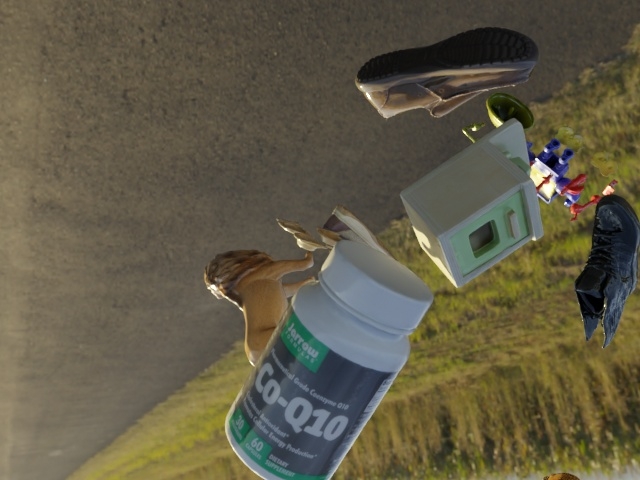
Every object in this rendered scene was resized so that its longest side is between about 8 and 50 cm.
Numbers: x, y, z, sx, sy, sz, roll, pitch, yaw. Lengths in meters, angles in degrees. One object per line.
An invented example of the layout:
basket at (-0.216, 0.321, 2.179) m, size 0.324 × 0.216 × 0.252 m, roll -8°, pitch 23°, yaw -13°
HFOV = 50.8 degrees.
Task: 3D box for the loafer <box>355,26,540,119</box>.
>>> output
loafer at (0.256, -0.324, 1.349) m, size 0.366 × 0.134 × 0.130 m, roll 0°, pitch 137°, yaw 31°

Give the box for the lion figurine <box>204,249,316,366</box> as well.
lion figurine at (-0.110, 0.155, 1.418) m, size 0.240 × 0.392 × 0.142 m, roll -11°, pitch 132°, yaw -7°

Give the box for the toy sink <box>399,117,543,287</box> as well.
toy sink at (0.274, -0.058, 1.102) m, size 0.234 × 0.131 × 0.153 m, roll -33°, pitch 138°, yaw -3°

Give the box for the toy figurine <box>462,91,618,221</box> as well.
toy figurine at (0.512, -0.167, 1.646) m, size 0.191 × 0.362 × 0.217 m, roll -45°, pitch 162°, yaw -13°

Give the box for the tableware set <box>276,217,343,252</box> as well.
tableware set at (0.000, 0.000, 1.237) m, size 0.141 × 0.169 × 0.020 m, roll 17°, pitch 105°, yaw -27°

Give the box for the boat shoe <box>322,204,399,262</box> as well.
boat shoe at (0.108, 0.038, 1.542) m, size 0.092 × 0.103 × 0.285 m, roll -43°, pitch 118°, yaw 3°

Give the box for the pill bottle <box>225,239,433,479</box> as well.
pill bottle at (0.013, 0.193, 1.066) m, size 0.204 × 0.204 × 0.361 m, roll 12°, pitch 113°, yaw -45°

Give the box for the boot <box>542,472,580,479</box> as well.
boot at (0.370, 0.531, 1.200) m, size 0.211 × 0.104 × 0.295 m, roll -40°, pitch 157°, yaw -27°

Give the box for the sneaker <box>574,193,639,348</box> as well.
sneaker at (0.342, 0.037, 0.810) m, size 0.089 × 0.170 × 0.051 m, roll -34°, pitch -149°, yaw -28°
